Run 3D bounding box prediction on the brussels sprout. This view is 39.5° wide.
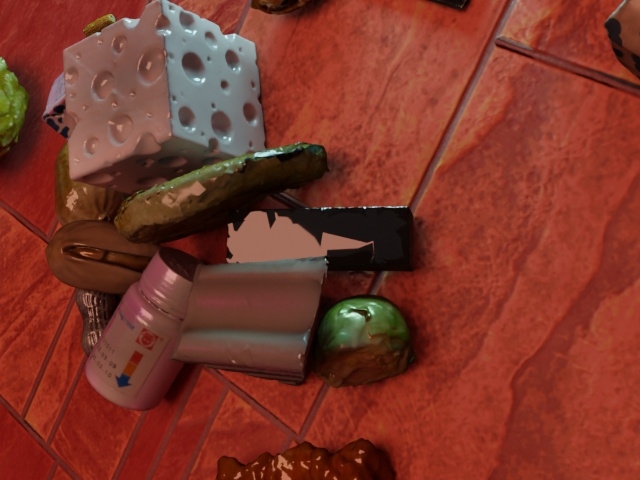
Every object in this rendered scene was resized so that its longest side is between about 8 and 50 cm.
[{"bbox_3d":[0.055,0.138,1.286,0.151,0.149,0.122,-21,53,15],"label":"brussels sprout"}]

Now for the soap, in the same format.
[{"bbox_3d":[-0.027,0.125,1.261,0.302,0.257,0.159,0,72,45],"label":"soap"}]

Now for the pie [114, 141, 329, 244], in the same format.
[{"bbox_3d":[-0.170,-0.069,1.399,0.371,0.296,0.078,-21,89,34],"label":"pie"}]

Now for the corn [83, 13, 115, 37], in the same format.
[{"bbox_3d":[-0.450,-0.432,1.806,0.083,0.027,0.028,-19,88,29],"label":"corn"}]

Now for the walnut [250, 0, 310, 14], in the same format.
[{"bbox_3d":[-0.041,-0.443,1.472,0.207,0.115,0.116,-27,67,29],"label":"walnut"}]

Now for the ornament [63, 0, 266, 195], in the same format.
[{"bbox_3d":[-0.261,-0.222,1.508,0.239,0.239,0.239,-17,74,32],"label":"ornament"}]

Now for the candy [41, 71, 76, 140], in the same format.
[{"bbox_3d":[-0.477,-0.279,1.736,0.092,0.073,0.160,-37,33,22],"label":"candy"}]

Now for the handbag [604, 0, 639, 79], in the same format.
[{"bbox_3d":[0.486,-0.265,1.033,0.251,0.190,0.193,-46,70,15],"label":"handbag"}]

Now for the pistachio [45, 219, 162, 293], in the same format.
[{"bbox_3d":[-0.380,0.031,1.586,0.223,0.152,0.126,8,82,5],"label":"pistachio"}]

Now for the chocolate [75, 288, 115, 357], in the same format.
[{"bbox_3d":[-0.414,0.142,1.656,0.072,0.072,0.167,-18,74,31],"label":"chocolate"}]

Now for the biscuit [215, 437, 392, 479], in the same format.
[{"bbox_3d":[-0.024,0.460,1.304,0.312,0.110,0.318,-18,72,30],"label":"biscuit"}]

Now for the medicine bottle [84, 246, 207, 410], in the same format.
[{"bbox_3d":[-0.280,0.149,1.510,0.152,0.152,0.255,39,104,33],"label":"medicine bottle"}]

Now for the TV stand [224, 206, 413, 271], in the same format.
[{"bbox_3d":[0.000,0.000,1.319,0.269,0.083,0.088,-1,81,11],"label":"TV stand"}]

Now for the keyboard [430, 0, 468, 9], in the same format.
[{"bbox_3d":[0.146,-0.423,1.388,0.230,0.025,0.094,27,95,35],"label":"keyboard"}]

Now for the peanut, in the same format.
[{"bbox_3d":[-0.437,-0.105,1.681,0.129,0.129,0.225,-23,69,30],"label":"peanut"}]

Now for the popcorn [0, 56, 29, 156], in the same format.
[{"bbox_3d":[-0.745,-0.268,1.855,0.282,0.247,0.282,10,103,45],"label":"popcorn"}]
